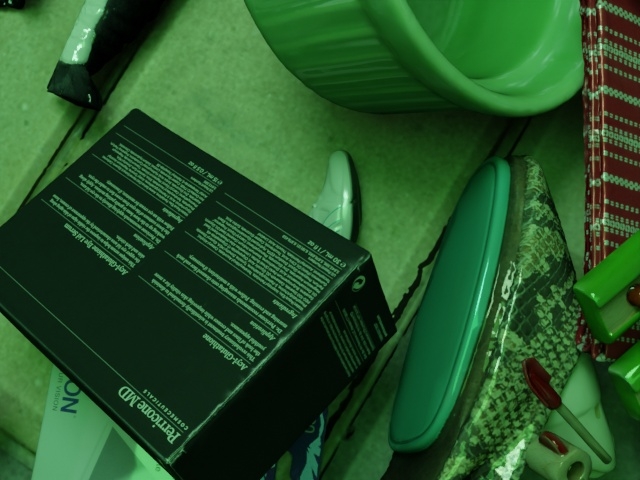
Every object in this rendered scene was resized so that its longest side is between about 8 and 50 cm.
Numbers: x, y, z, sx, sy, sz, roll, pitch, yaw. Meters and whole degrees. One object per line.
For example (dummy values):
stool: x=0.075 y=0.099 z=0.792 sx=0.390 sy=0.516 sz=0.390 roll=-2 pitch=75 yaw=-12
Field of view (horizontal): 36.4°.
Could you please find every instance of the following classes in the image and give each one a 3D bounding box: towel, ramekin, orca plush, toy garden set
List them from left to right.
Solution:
orca plush: x=-0.127 y=-0.236 z=0.825 sx=0.102 sy=0.151 sz=0.287 roll=24 pitch=78 yaw=-18
ramekin: x=0.074 y=-0.231 z=0.688 sx=0.148 sy=0.303 sz=0.303 roll=-2 pitch=75 yaw=46
toy garden set: x=0.218 y=0.125 z=0.613 sx=0.204 sy=0.049 sz=0.244 roll=-37 pitch=117 yaw=-14
towel: x=0.253 y=-0.044 z=0.695 sx=0.199 sy=0.031 sz=0.275 roll=10 pitch=77 yaw=-33

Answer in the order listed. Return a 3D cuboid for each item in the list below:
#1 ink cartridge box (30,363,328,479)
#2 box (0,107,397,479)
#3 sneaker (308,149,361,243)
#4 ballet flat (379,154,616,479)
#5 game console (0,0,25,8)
ink cartridge box: x=-0.114 y=0.181 z=0.759 sx=0.224 sy=0.045 sz=0.223 roll=5 pitch=79 yaw=11
box: x=-0.106 y=0.040 z=0.699 sx=0.184 sy=0.103 sz=0.261 roll=-43 pitch=53 yaw=-19
sneaker: x=0.000 y=0.000 z=0.775 sx=0.061 sy=0.054 sz=0.152 roll=3 pitch=79 yaw=13
ballet flat: x=0.098 y=0.181 z=0.669 sx=0.182 sy=0.164 sz=0.483 roll=28 pitch=74 yaw=-6
game console: x=-0.292 y=-0.278 z=0.878 sx=0.071 sy=0.107 sz=0.122 roll=9 pitch=79 yaw=-17
